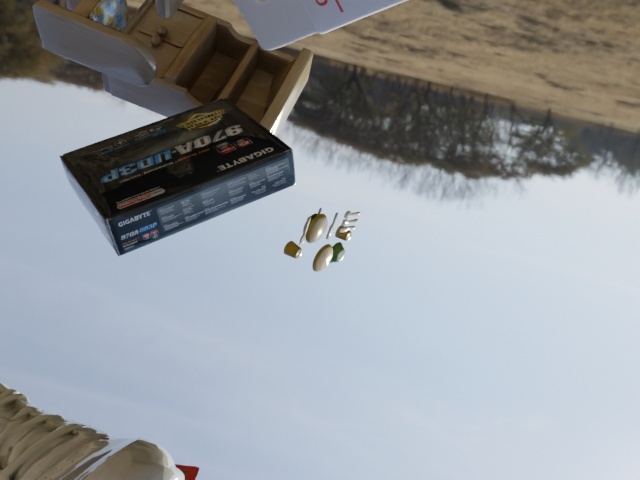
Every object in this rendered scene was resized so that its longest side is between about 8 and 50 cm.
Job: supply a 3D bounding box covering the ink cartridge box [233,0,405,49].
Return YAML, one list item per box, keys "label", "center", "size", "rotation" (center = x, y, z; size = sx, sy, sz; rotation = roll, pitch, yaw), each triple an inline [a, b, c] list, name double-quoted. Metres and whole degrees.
- label: "ink cartridge box"
  center: [0.051, -0.373, 0.806]
  size: [0.354, 0.207, 0.119]
  rotation: [-15, -139, 22]

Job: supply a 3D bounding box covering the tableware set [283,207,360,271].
- label: "tableware set"
  center: [0.000, 0.000, 1.096]
  size: [0.024, 0.104, 0.154]
  rotation: [30, -159, 27]

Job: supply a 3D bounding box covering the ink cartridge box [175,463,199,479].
- label: "ink cartridge box"
  center: [-0.278, 0.344, 1.021]
  size: [0.189, 0.066, 0.232]
  rotation: [9, -165, -1]

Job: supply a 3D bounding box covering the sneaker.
- label: "sneaker"
  center: [-0.204, 0.153, 0.456]
  size: [0.305, 0.152, 0.114]
  rotation: [-25, -174, 43]

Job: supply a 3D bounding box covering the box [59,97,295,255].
- label: "box"
  center: [-0.166, -0.082, 0.838]
  size: [0.220, 0.051, 0.175]
  rotation: [-24, -140, -21]

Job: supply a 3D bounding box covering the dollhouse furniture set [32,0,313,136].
- label: "dollhouse furniture set"
  center: [-0.138, -0.319, 0.908]
  size: [0.257, 0.362, 0.394]
  rotation: [22, 149, 3]
